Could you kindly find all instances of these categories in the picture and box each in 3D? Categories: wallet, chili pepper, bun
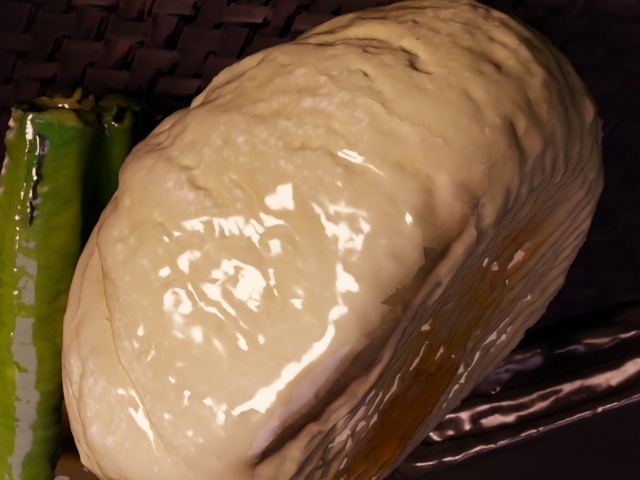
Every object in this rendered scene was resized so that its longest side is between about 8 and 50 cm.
[{"bbox_3d":[0.209,0.166,1.170,0.228,0.062,0.406,-21,144,12],"label":"wallet"},{"bbox_3d":[-0.147,0.105,0.837,0.085,0.076,0.359,-17,129,-66],"label":"chili pepper"},{"bbox_3d":[0.000,0.000,0.776,0.244,0.153,0.244,-46,166,-15],"label":"bun"}]

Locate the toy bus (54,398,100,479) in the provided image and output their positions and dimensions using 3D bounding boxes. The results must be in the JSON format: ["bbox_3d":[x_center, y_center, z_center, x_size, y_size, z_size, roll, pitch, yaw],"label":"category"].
[{"bbox_3d":[-0.178,0.112,0.935,0.335,0.121,0.123,9,117,-26],"label":"toy bus"}]
